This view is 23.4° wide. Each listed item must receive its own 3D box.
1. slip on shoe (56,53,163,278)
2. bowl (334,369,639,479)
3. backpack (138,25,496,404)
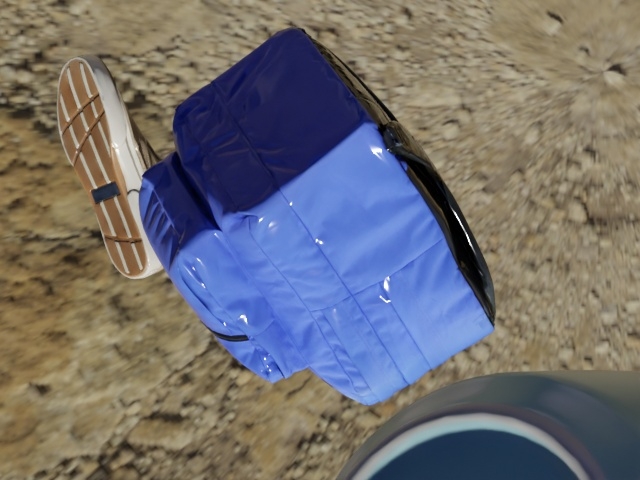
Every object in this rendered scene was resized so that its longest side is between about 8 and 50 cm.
[{"bbox_3d":[-0.116,-0.046,0.916,0.051,0.041,0.135,-14,98,45],"label":"slip on shoe"},{"bbox_3d":[0.106,0.187,0.764,0.311,0.163,0.311,-20,55,31],"label":"bowl"},{"bbox_3d":[0.000,0.000,0.562,0.101,0.098,0.120,-34,128,7],"label":"backpack"}]
